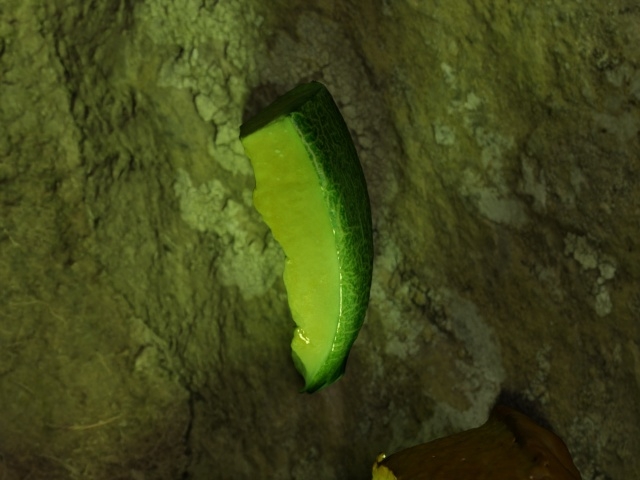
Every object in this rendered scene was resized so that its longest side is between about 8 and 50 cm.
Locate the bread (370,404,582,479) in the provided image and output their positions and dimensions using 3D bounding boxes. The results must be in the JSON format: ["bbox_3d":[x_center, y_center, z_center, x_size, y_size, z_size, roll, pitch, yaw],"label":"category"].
[{"bbox_3d":[0.177,0.377,1.553,0.215,0.398,0.398,-8,90,-13],"label":"bread"}]

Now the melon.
[{"bbox_3d":[0.000,0.000,1.635,0.124,0.196,0.323,-13,101,8],"label":"melon"}]
